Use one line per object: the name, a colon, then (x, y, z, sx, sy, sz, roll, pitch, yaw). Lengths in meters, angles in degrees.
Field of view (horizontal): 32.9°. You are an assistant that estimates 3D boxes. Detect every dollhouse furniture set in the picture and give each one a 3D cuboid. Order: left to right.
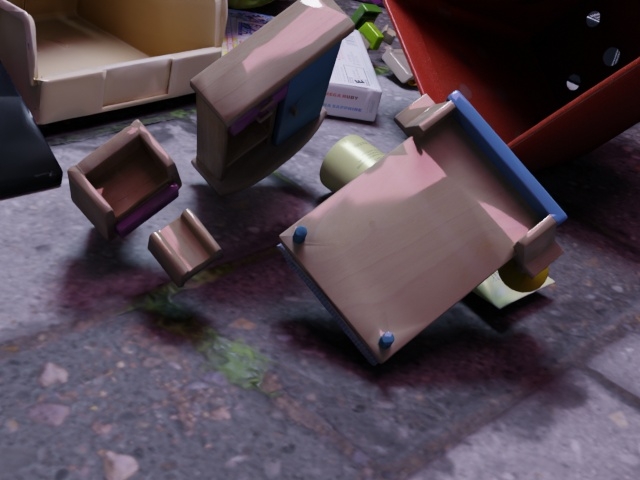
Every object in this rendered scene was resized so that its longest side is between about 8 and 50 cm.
dollhouse furniture set: (0.000, 0.000, 0.923, 0.286, 0.198, 0.303, -39, 81, -15)
dollhouse furniture set: (0.087, -0.243, 1.435, 0.076, 0.058, 0.152, -9, 55, -47)

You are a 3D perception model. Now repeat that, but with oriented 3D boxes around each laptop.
laptop: (-0.409, -0.100, 0.982, 0.264, 0.136, 0.234, 5, 16, 44)

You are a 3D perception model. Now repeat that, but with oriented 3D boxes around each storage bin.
storage bin: (-0.279, -0.241, 1.170, 0.260, 0.123, 0.262, 31, 33, 30)

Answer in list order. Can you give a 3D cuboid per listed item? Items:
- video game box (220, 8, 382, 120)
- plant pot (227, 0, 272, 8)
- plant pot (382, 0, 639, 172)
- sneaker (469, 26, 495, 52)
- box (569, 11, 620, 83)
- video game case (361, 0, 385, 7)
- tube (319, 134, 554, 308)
video game box: (-0.033, -0.215, 1.310, 0.187, 0.048, 0.205, 9, 29, -12)
plant pot: (-0.122, -0.467, 1.531, 0.276, 0.276, 0.254, 6, 42, -14)
plant pot: (0.271, -0.229, 1.201, 0.236, 0.267, 0.267, 6, 57, -47)
sneaker: (0.247, -0.238, 1.410, 0.115, 0.105, 0.281, 28, 33, 21)
box: (0.454, -0.297, 1.606, 0.184, 0.103, 0.261, 35, 36, 27)
video game case: (0.062, -0.447, 1.729, 0.232, 0.042, 0.210, 14, 39, 0)
tube: (0.103, -0.017, 1.015, 0.070, 0.062, 0.240, -45, 60, -11)
